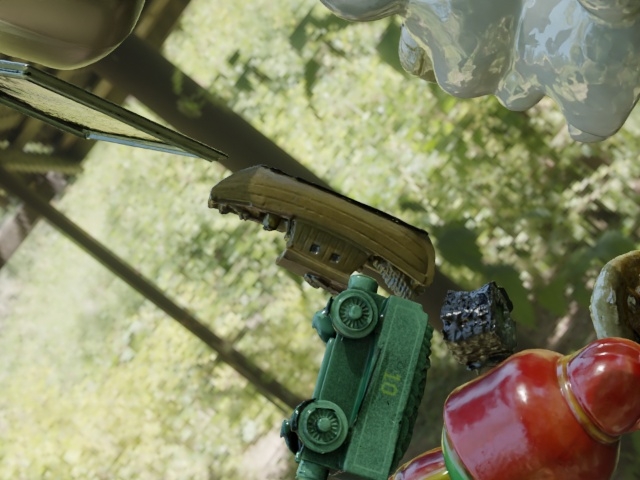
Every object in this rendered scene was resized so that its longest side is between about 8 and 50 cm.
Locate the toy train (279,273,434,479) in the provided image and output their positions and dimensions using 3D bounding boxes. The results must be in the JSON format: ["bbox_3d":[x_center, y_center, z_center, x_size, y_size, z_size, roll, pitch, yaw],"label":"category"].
[{"bbox_3d":[0.032,0.113,0.933,0.070,0.099,0.172,129,159,-70],"label":"toy train"}]

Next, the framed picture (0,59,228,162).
[{"bbox_3d":[-0.269,-0.136,1.238,0.296,0.232,0.019,21,-97,-53],"label":"framed picture"}]

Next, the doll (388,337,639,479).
[{"bbox_3d":[0.211,0.200,1.217,0.363,0.160,0.182,-38,3,25],"label":"doll"}]

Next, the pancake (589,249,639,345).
[{"bbox_3d":[0.580,0.170,1.942,0.356,0.356,0.065,-56,4,-40],"label":"pancake"}]

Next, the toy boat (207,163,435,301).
[{"bbox_3d":[0.000,0.000,1.597,0.089,0.321,0.121,136,156,-75],"label":"toy boat"}]

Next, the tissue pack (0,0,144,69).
[{"bbox_3d":[-0.347,-0.448,1.608,0.277,0.267,0.387,-32,48,59],"label":"tissue pack"}]

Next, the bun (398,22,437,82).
[{"bbox_3d":[0.190,-0.348,1.847,0.210,0.116,0.237,-64,-1,-30],"label":"bun"}]

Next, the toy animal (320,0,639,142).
[{"bbox_3d":[0.187,-0.260,1.248,0.196,0.367,0.241,-64,-17,-15],"label":"toy animal"}]

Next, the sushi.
[{"bbox_3d":[0.207,0.110,1.556,0.084,0.098,0.094,-13,41,23],"label":"sushi"}]
